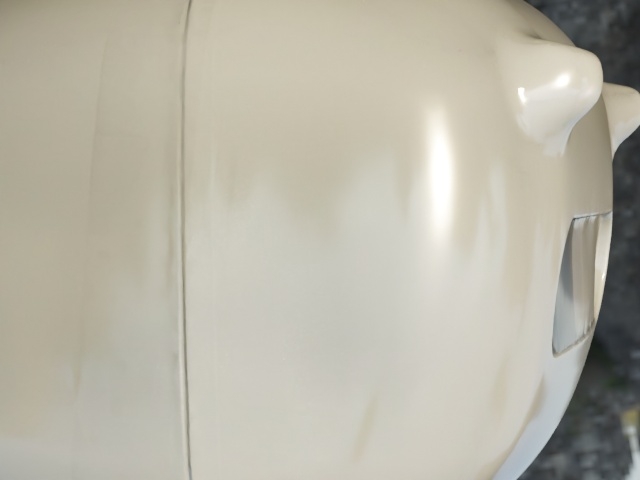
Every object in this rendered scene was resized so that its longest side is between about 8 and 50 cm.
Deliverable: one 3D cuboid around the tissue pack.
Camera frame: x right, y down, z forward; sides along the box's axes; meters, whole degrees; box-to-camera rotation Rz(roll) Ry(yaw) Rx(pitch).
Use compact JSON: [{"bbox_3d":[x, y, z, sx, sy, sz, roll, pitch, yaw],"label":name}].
[{"bbox_3d":[0.000,0.000,0.654,0.236,0.229,0.333,1,-178,15],"label":"tissue pack"}]
